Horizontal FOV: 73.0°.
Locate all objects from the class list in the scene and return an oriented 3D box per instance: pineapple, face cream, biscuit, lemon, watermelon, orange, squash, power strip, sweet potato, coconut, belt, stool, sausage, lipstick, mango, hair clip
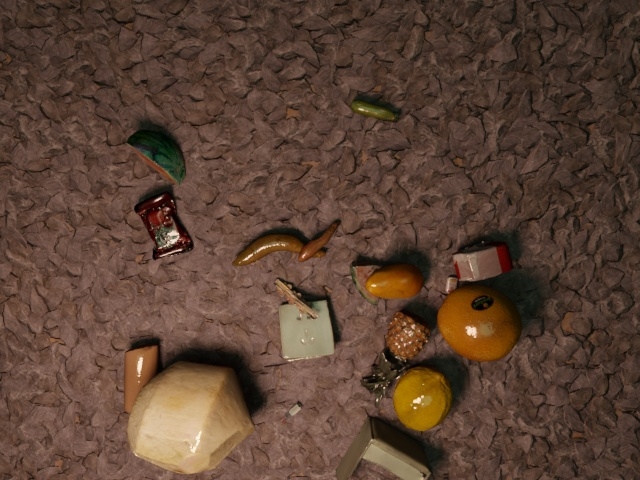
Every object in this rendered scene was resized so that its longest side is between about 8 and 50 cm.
[{"bbox_3d":[0.262,0.433,1.564,0.166,0.165,0.364,28,95,-1],"label":"pineapple"},{"bbox_3d":[0.485,0.175,1.605,0.040,0.021,0.083,6,95,2],"label":"face cream"},{"bbox_3d":[-0.583,-0.049,1.600,0.152,0.063,0.235,-20,96,4],"label":"biscuit"},{"bbox_3d":[0.366,0.565,1.551,0.204,0.204,0.260,26,111,0],"label":"lemon"},{"bbox_3d":[-0.580,-0.310,1.538,0.231,0.146,0.128,37,95,1],"label":"watermelon"},{"bbox_3d":[0.545,0.283,1.494,0.275,0.274,0.274,0,95,2],"label":"orange"},{"bbox_3d":[0.195,-0.462,1.551,0.184,0.052,0.052,17,95,-3],"label":"squash"},{"bbox_3d":[-0.049,0.332,1.613,0.199,0.064,0.213,-7,80,4],"label":"power strip"},{"bbox_3d":[0.000,0.000,1.561,0.214,0.050,0.050,-42,92,-14],"label":"sweet potato"},{"bbox_3d":[-0.427,0.614,1.492,0.416,0.415,0.344,9,116,1],"label":"coconut"},{"bbox_3d":[0.573,0.065,1.540,0.201,0.128,0.124,-15,93,0],"label":"belt"},{"bbox_3d":[0.225,0.846,1.595,0.244,0.170,0.269,30,95,1],"label":"stool"},{"bbox_3d":[-0.155,0.024,1.591,0.347,0.079,0.108,-5,107,-3],"label":"sweet potato"},{"bbox_3d":[-0.670,0.509,1.621,0.123,0.123,0.252,3,93,2],"label":"sausage"},{"bbox_3d":[-0.117,0.665,1.663,0.025,0.025,0.107,45,101,-2],"label":"lipstick"},{"bbox_3d":[0.179,0.139,1.595,0.139,0.071,0.187,-36,108,-15],"label":"watermelon"},{"bbox_3d":[0.258,0.143,1.523,0.252,0.154,0.125,0,87,-39],"label":"mango"},{"bbox_3d":[-0.090,0.217,1.587,0.062,0.056,0.214,-40,57,-22],"label":"hair clip"}]
